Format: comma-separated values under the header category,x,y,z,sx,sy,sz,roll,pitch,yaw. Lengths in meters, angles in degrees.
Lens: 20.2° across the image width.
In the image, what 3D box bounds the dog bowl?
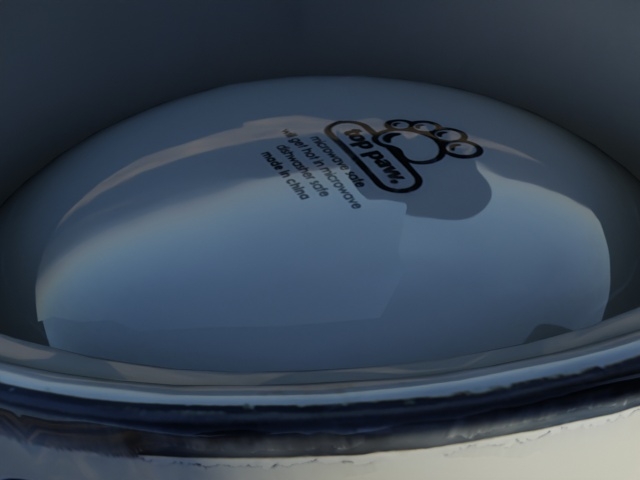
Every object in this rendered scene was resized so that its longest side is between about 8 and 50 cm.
category,x,y,z,sx,sy,sz,roll,pitch,yaw
dog bowl,0.000,0.000,0.633,0.407,0.150,0.408,-2,30,1
